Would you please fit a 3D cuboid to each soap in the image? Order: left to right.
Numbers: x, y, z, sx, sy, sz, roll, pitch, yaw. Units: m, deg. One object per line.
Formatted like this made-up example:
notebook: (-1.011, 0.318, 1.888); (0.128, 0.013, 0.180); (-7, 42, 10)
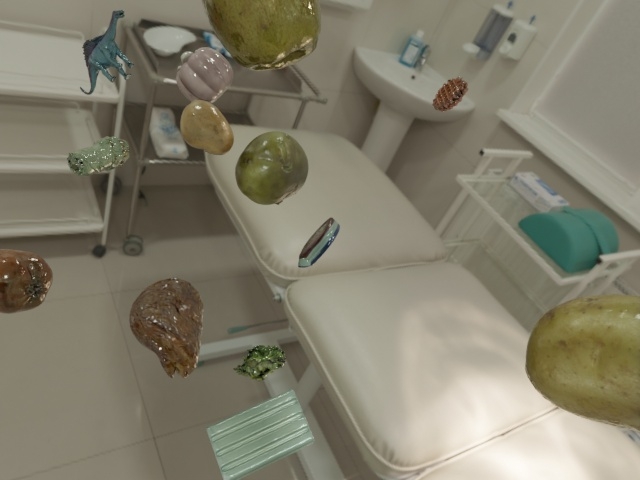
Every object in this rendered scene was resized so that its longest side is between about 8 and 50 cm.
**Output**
soap: (-0.170, 0.555, 1.412); (0.266, 0.087, 0.159); (-21, 65, -16)

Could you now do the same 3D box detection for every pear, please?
pear: (-0.100, -0.404, 0.844); (0.189, 0.211, 0.228); (-21, 11, 3)

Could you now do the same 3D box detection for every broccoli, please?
broccoli: (-0.132, 0.271, 1.100); (0.097, 0.095, 0.092); (25, 0, 11)

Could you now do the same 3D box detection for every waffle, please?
waffle: (0.266, -0.301, 1.027); (0.029, 0.075, 0.083); (33, -4, -26)

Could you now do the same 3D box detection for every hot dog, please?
hot dog: (-0.475, 0.280, 1.583); (0.266, 0.174, 0.387); (59, 4, -24)

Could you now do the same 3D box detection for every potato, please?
potato: (-0.266, -0.260, 1.158); (0.147, 0.112, 0.112); (45, 40, 11)
potato: (-0.119, -0.181, 1.270); (0.149, 0.197, 0.228); (32, -2, 18)
potato: (0.483, 0.214, 0.888); (0.285, 0.243, 0.242); (49, 12, -49)

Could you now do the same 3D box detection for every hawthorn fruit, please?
hawthorn fruit: (-0.919, 0.104, 1.441); (0.251, 0.199, 0.199); (20, 35, 13)

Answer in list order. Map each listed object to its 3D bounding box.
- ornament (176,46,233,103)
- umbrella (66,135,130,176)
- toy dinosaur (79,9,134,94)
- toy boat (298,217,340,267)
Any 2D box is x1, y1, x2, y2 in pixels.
ornament: (-0.370, -0.522, 1.568); (0.178, 0.177, 0.177); (16, 38, -13)
umbrella: (-0.402, -0.156, 0.916); (0.067, 0.062, 0.143); (17, 30, 6)
toy dinosaur: (-0.366, -0.310, 0.848); (0.080, 0.197, 0.045); (49, 40, -4)
toy boat: (0.000, 0.000, 1.455); (0.229, 0.080, 0.045); (-52, 122, -45)
